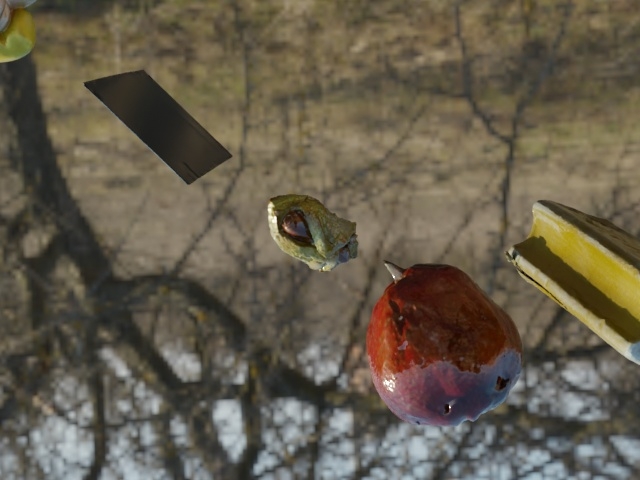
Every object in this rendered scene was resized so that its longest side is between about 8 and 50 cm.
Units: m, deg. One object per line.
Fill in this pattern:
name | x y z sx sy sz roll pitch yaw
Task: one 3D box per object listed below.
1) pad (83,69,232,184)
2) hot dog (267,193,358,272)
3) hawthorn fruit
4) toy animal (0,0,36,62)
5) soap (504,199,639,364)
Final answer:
pad | -0.186 -0.139 1.652 0.004 0.163 0.243 -46 -179 13
hot dog | 0.001 0.000 1.641 0.169 0.078 0.061 27 -171 -48
hawthorn fruit | 0.135 0.115 1.521 0.173 0.179 0.173 4 178 0
toy animal | -0.253 -0.183 1.047 0.114 0.091 0.082 -40 170 9
soap | 0.309 0.056 1.337 0.173 0.089 0.274 23 -170 -22
